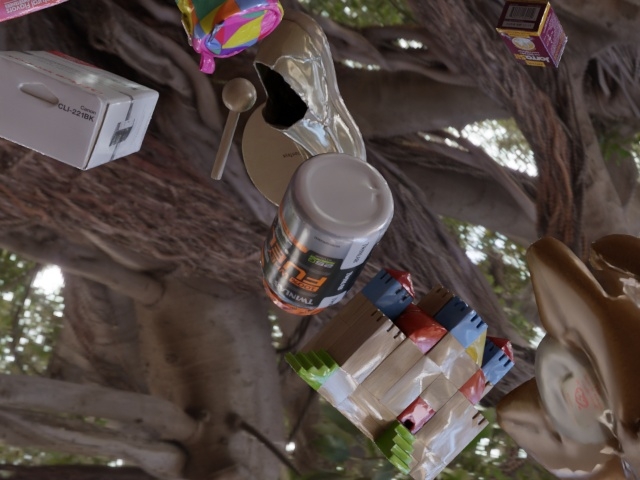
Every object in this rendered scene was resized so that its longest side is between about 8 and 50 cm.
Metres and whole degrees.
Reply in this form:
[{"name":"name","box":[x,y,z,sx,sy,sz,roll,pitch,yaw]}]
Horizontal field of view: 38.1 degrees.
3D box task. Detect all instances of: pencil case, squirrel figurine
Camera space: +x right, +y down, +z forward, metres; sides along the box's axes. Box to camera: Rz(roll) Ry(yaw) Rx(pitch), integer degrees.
[{"name":"pencil case","box":[-0.131,-0.294,0.926,0.104,0.104,0.236,-30,-98,20]},{"name":"squirrel figurine","box":[0.453,0.139,1.019,0.397,0.370,0.281,43,-40,52]}]

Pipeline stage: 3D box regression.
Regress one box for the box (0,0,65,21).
[{"name":"box","box":[-0.373,-0.235,0.820,0.256,0.123,0.128,-25,-156,-23]}]

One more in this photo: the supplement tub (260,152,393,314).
[{"name":"supplement tub","box":[0.000,0.000,1.040,0.190,0.117,0.117,116,-41,-52]}]

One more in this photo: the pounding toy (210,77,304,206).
[{"name":"pounding toy","box":[-0.039,-0.153,1.438,0.236,0.110,0.183,21,-61,21]}]

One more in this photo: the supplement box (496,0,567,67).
[{"name":"supplement box","box":[0.249,-0.243,1.090,0.055,0.083,0.043,14,-102,35]}]

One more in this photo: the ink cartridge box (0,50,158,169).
[{"name":"ink cartridge box","box":[-0.391,-0.209,1.437,0.197,0.273,0.114,22,-78,1]}]

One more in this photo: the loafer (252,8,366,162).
[{"name":"loafer","box":[-0.021,-0.156,1.164,0.092,0.269,0.102,-41,-140,-24]}]

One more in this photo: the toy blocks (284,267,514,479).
[{"name":"toy blocks","box":[0.150,0.187,1.403,0.261,0.381,0.191,-45,-148,-2]}]
